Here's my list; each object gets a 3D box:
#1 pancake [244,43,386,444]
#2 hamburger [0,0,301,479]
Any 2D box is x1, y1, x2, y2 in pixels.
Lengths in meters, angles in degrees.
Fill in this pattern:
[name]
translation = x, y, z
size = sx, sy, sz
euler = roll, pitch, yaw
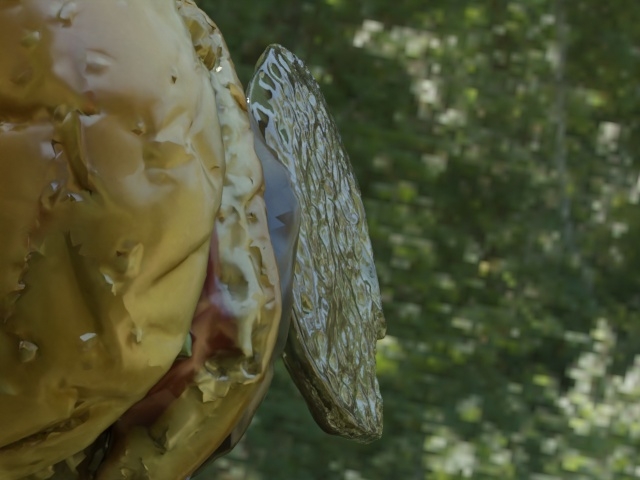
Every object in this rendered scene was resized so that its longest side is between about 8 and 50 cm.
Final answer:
[pancake]
translation = 0.000, 0.000, 1.071
size = 0.029, 0.212, 0.235
euler = -14, 20, 14
[hamburger]
translation = -0.133, -0.009, 0.731
size = 0.244, 0.244, 0.163
euler = 8, -11, 15
